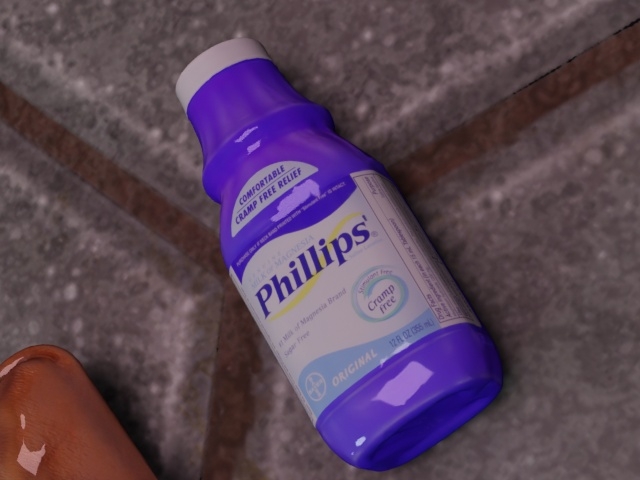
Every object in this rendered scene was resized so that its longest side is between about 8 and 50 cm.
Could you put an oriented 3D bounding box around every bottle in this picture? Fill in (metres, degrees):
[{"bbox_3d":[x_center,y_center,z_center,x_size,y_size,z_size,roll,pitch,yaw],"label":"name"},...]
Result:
[{"bbox_3d":[0.000,0.000,1.138,0.118,0.092,0.283,-36,66,15],"label":"bottle"}]

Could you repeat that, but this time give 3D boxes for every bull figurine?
[{"bbox_3d":[-0.136,0.215,1.148,0.188,0.101,0.310,-42,65,13],"label":"bull figurine"}]
